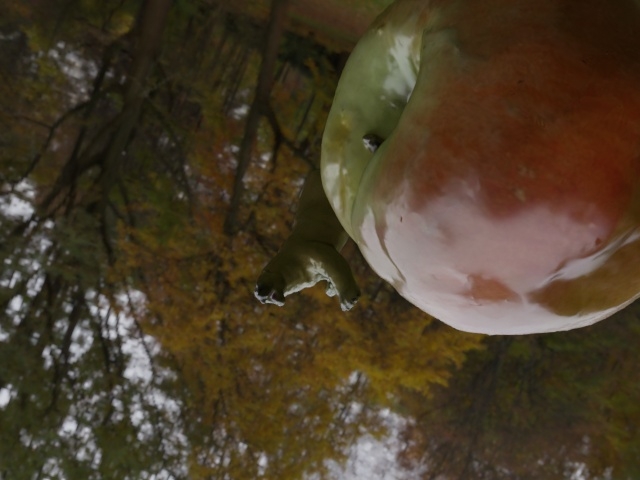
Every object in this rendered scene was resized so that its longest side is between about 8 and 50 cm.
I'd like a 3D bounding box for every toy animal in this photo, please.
[{"bbox_3d":[0.000,0.000,0.925,0.101,0.218,0.103,30,150,-14],"label":"toy animal"}]

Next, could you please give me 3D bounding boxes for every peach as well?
[{"bbox_3d":[0.122,-0.050,0.493,0.235,0.214,0.214,17,-167,-35],"label":"peach"}]
